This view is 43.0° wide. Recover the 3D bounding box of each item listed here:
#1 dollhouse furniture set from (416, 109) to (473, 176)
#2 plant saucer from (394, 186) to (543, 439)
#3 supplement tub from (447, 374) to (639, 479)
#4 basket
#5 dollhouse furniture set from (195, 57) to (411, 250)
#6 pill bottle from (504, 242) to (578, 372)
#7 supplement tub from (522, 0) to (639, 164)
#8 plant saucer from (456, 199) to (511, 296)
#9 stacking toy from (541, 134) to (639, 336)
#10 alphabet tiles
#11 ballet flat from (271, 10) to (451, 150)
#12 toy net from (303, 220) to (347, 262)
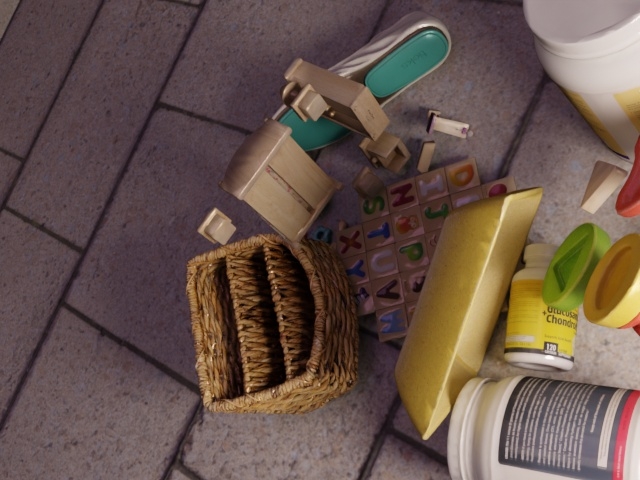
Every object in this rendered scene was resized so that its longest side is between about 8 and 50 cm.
[{"bbox_3d":[0.224,-0.171,1.482,0.081,0.091,0.114,14,106,-3],"label":"dollhouse furniture set"},{"bbox_3d":[0.205,0.075,1.151,0.080,0.333,0.333,20,102,19],"label":"plant saucer"},{"bbox_3d":[0.333,0.289,1.120,0.272,0.191,0.191,3,74,34],"label":"supplement tub"},{"bbox_3d":[-0.080,0.135,1.408,0.213,0.223,0.299,-36,54,40],"label":"basket"},{"bbox_3d":[-0.055,-0.115,1.411,0.173,0.303,0.356,32,82,39],"label":"dollhouse furniture set"},{"bbox_3d":[0.340,0.102,1.241,0.103,0.103,0.184,0,73,34],"label":"pill bottle"},{"bbox_3d":[0.451,-0.273,1.147,0.241,0.331,0.241,-20,55,32],"label":"supplement tub"},{"bbox_3d":[0.262,0.018,1.379,0.067,0.018,0.192,-29,58,22],"label":"plant saucer"},{"bbox_3d":[0.437,-0.001,1.077,0.130,0.279,0.309,27,81,-4],"label":"stacking toy"},{"bbox_3d":[0.186,0.015,1.403,0.342,0.011,0.285,-17,63,23],"label":"alphabet tiles"},{"bbox_3d":[0.069,-0.308,1.579,0.400,0.139,0.139,-32,58,16],"label":"ballet flat"},{"bbox_3d":[0.000,0.000,1.545,0.122,0.045,0.232,-39,56,15],"label":"toy net"}]
